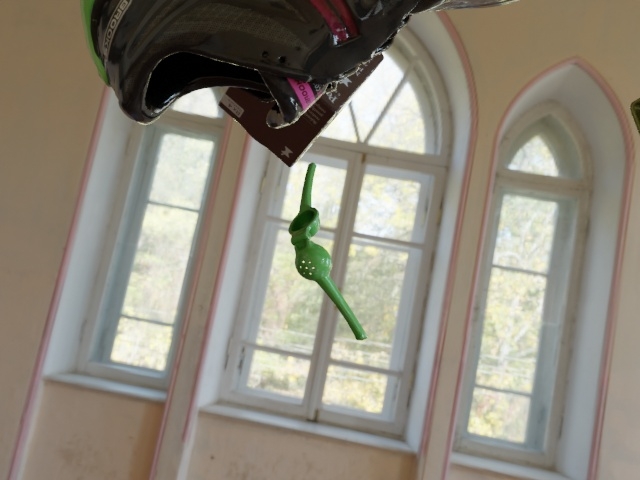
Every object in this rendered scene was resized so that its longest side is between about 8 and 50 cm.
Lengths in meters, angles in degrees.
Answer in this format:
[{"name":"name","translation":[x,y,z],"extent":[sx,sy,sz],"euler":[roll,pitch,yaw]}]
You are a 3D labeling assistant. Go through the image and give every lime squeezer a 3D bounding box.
[{"name":"lime squeezer","translation":[0.000,0.000,0.960],"extent":[0.110,0.310,0.059],"euler":[2,-28,-40]}]

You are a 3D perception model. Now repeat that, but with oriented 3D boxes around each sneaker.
[{"name":"sneaker","translation":[-0.002,-0.224,0.654],"extent":[0.483,0.202,0.185],"euler":[-10,-6,9]}]

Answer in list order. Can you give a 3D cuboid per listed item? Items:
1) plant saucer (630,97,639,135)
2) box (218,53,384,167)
[{"name":"plant saucer","translation":[0.559,-0.155,0.878],"extent":[0.045,0.188,0.188],"euler":[4,-23,-35]},{"name":"box","translation":[-0.031,-0.272,1.070],"extent":[0.168,0.203,0.167],"euler":[41,-40,-6]}]
